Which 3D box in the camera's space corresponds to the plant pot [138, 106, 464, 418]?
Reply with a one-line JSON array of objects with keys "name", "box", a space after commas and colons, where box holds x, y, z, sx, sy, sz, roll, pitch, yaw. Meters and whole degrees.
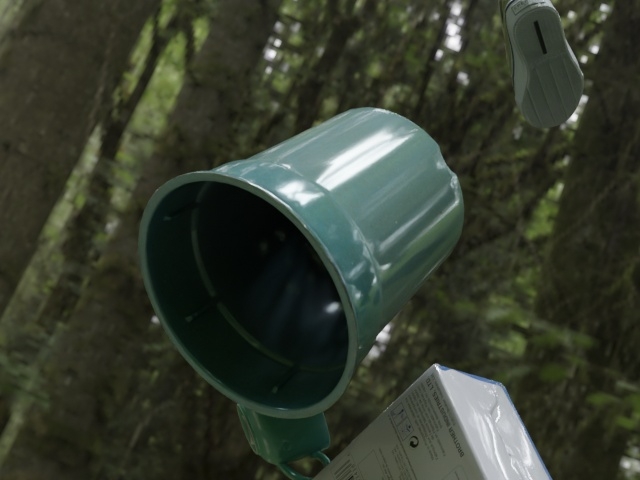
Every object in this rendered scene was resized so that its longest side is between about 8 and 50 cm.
[{"name": "plant pot", "box": [0.000, 0.000, 1.704, 0.341, 0.334, 0.341, 22, -51, 30]}]

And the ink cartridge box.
[{"name": "ink cartridge box", "box": [0.108, 0.387, 1.658, 0.151, 0.270, 0.395, 24, -59, -39]}]

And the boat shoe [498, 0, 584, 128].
[{"name": "boat shoe", "box": [0.337, -0.290, 2.002, 0.109, 0.094, 0.302, -19, -35, 4]}]

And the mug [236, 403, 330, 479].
[{"name": "mug", "box": [-0.051, 0.249, 1.768, 0.158, 0.097, 0.129, -122, -163, -44]}]
